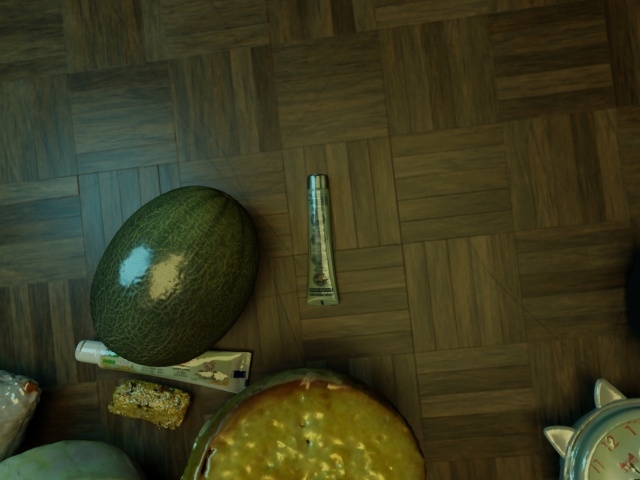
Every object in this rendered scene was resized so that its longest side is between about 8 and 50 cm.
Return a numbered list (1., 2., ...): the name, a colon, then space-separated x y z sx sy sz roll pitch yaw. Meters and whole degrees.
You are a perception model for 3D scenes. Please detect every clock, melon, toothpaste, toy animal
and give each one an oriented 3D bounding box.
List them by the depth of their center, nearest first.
1. clock: 0.521 0.386 0.719 0.265 0.108 0.324 -40 76 -2
2. melon: -0.228 0.053 0.735 0.238 0.237 0.301 32 89 4
3. toy animal: -0.661 0.334 0.787 0.359 0.188 0.226 -34 82 -6
4. toothpaste: 0.000 0.000 0.818 0.062 0.039 0.238 -3 91 8
5. toothpaste: -0.288 0.223 0.831 0.315 0.058 0.055 8 46 1

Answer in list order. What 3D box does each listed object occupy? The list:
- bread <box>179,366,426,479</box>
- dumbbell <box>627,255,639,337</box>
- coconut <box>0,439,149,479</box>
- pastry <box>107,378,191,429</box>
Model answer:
1. bread: -0.025 0.371 0.672 0.399 0.215 0.397 7 60 -12
2. dumbbell: 0.686 0.093 0.683 0.323 0.204 0.203 0 89 4
3. coconut: -0.407 0.495 0.693 0.353 0.352 0.352 0 89 4
4. pastry: -0.311 0.297 0.829 0.140 0.056 0.079 18 98 -2
